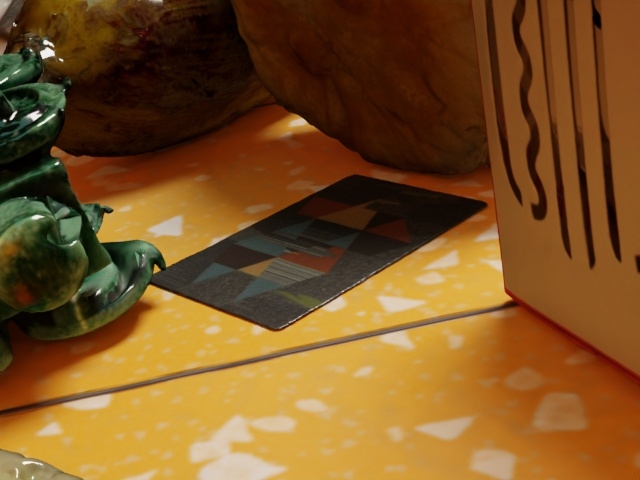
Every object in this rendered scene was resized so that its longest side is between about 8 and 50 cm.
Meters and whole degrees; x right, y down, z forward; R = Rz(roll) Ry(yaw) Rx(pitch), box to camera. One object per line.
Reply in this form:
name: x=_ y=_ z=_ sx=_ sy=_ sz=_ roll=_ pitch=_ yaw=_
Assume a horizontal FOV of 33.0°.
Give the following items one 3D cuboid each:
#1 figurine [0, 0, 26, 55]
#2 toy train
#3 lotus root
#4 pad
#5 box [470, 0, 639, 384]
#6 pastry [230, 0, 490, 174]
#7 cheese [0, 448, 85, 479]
figurine: x=-0.361 y=-0.194 z=1.172 sx=0.332 sy=0.204 sz=0.185 roll=-38 pitch=26 yaw=6
toy train: x=-0.249 y=-0.008 z=0.700 sx=0.238 sy=0.167 sz=0.299 roll=-28 pitch=27 yaw=-15
lotus root: x=-0.128 y=-0.187 z=0.994 sx=0.179 sy=0.196 sz=0.397 roll=42 pitch=43 yaw=22
pad: x=0.000 y=0.000 z=0.762 sx=0.143 sy=0.003 sz=0.211 roll=16 pitch=34 yaw=43
box: x=0.266 y=-0.096 z=0.503 sx=0.312 sy=0.314 sz=0.300 roll=-17 pitch=22 yaw=-16
pastry: x=0.049 y=-0.196 z=0.814 sx=0.329 sy=0.330 sz=0.136 roll=17 pitch=49 yaw=45
cheese: x=-0.124 y=0.130 z=0.477 sx=0.194 sy=0.043 sz=0.065 roll=10 pitch=35 yaw=33
